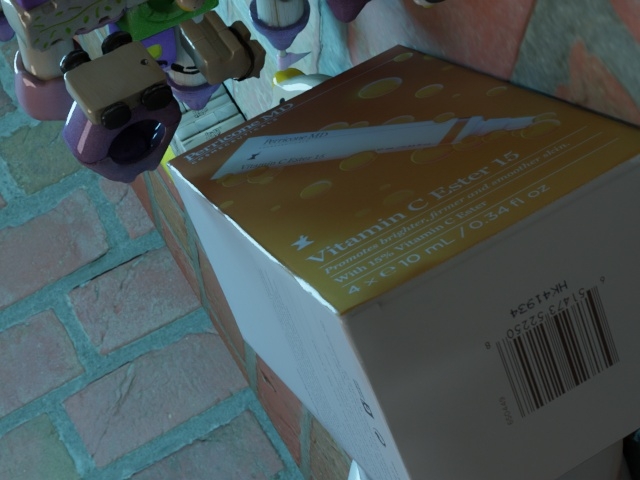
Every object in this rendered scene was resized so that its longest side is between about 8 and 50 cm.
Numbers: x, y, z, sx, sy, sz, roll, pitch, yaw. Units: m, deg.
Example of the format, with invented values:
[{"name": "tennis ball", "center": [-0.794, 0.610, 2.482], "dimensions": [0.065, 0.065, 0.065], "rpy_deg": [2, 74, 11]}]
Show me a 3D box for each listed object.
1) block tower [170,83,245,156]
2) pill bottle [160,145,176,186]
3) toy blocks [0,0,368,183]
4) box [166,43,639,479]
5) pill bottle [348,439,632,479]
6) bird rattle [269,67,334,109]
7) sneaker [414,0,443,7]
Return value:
[{"name": "block tower", "center": [-0.100, -0.061, 1.653], "dimensions": [0.335, 0.097, 0.091], "rpy_deg": [59, 167, 16]}, {"name": "pill bottle", "center": [-0.171, -0.123, 1.782], "dimensions": [0.184, 0.103, 0.103], "rpy_deg": [55, 166, 29]}, {"name": "toy blocks", "center": [-0.117, -0.171, 1.032], "dimensions": [0.309, 0.289, 0.260], "rpy_deg": [52, 159, 28]}, {"name": "box", "center": [0.065, 0.011, 0.859], "dimensions": [0.345, 0.215, 0.168], "rpy_deg": [36, 152, 62]}, {"name": "pill bottle", "center": [0.138, 0.242, 1.049], "dimensions": [0.224, 0.224, 0.392], "rpy_deg": [53, 165, 33]}, {"name": "bird rattle", "center": [0.005, -0.049, 1.200], "dimensions": [0.253, 0.143, 0.206], "rpy_deg": [42, 140, 49]}, {"name": "sneaker", "center": [0.067, -0.194, 0.842], "dimensions": [0.035, 0.031, 0.083], "rpy_deg": [7, 130, 59]}]
